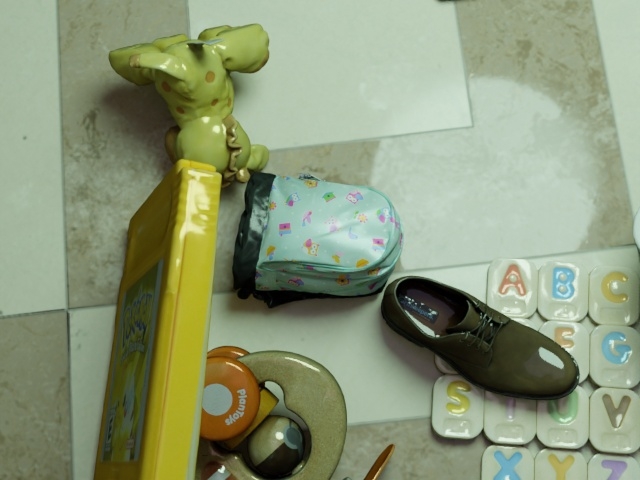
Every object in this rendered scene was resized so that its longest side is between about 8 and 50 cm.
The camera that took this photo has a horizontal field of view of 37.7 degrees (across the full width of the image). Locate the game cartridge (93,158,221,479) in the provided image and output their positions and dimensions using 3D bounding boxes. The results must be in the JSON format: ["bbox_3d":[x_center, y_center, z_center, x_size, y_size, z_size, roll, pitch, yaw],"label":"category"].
[{"bbox_3d":[-0.170,0.103,0.942,0.052,0.285,0.324,8,75,-20],"label":"game cartridge"}]

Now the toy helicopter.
[{"bbox_3d":[-0.065,0.293,0.982,0.234,0.140,0.355,17,88,-1],"label":"toy helicopter"}]

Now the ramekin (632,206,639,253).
[{"bbox_3d":[0.463,0.020,0.925,0.277,0.277,0.135,-23,115,-2],"label":"ramekin"}]

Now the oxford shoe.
[{"bbox_3d":[0.168,0.105,0.990,0.227,0.096,0.083,23,77,8],"label":"oxford shoe"}]

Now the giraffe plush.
[{"bbox_3d":[-0.132,-0.147,1.074,0.181,0.210,0.171,-14,108,-12],"label":"giraffe plush"}]

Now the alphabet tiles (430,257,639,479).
[{"bbox_3d":[0.266,0.158,1.029,0.284,0.021,0.278,4,76,5],"label":"alphabet tiles"}]

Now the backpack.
[{"bbox_3d":[0.000,0.000,1.039,0.181,0.115,0.152,8,74,3],"label":"backpack"}]
